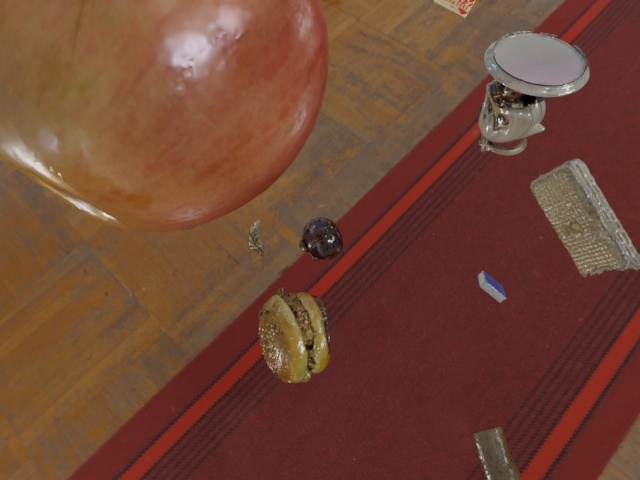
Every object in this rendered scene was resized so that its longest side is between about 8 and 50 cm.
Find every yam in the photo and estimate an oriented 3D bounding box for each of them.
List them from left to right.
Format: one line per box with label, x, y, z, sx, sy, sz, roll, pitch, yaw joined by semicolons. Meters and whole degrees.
yam;0.415;0.515;1.032;0.084;0.084;0.127;-14;66;-2

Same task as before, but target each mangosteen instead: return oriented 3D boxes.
mangosteen;0.000;0.000;1.459;0.152;0.152;0.153;-2;63;4

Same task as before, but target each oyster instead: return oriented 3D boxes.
oyster;-0.133;0.000;0.906;0.034;0.093;0.051;-3;24;1

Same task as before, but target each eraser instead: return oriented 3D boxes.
eraser;0.501;0.135;1.275;0.084;0.027;0.063;37;31;-11

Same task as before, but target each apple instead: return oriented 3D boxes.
apple;-0.182;-0.178;0.466;0.363;0.364;0.364;-2;63;4

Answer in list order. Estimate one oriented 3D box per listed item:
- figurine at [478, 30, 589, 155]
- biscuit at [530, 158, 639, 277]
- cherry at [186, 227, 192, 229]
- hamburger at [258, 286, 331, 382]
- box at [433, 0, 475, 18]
figurine;0.276;-0.188;0.605;0.132;0.154;0.133;-1;56;1
biscuit;0.521;-0.039;0.863;0.061;0.108;0.239;-27;85;-22
cherry;-0.297;-0.132;0.935;0.183;0.266;0.213;-34;96;-24
hamburger;-0.061;0.205;0.907;0.117;0.191;0.182;-7;53;-21
box;0.343;-0.613;1.107;0.093;0.015;0.058;31;106;6
